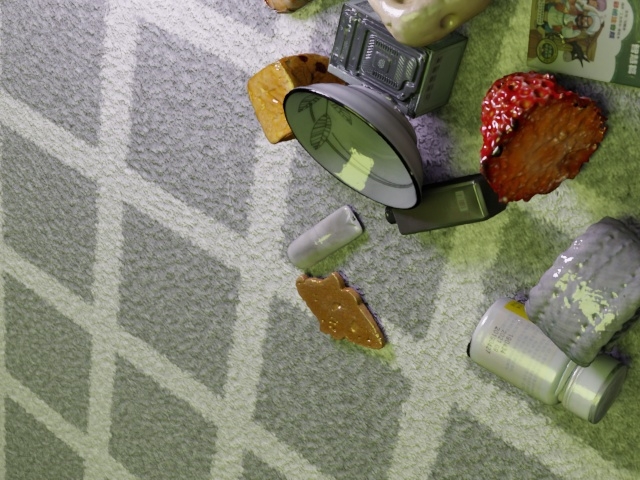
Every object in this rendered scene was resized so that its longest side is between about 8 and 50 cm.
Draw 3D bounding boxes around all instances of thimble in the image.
[{"bbox_3d":[0.463,0.088,1.730,0.157,0.217,0.245,47,149,20],"label":"thimble"}]

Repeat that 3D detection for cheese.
[{"bbox_3d":[0.181,-0.424,1.736,0.235,0.217,0.117,19,164,41],"label":"cheese"}]

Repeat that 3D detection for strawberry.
[{"bbox_3d":[0.336,-0.188,1.734,0.178,0.234,0.233,59,142,42],"label":"strawberry"}]

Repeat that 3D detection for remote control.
[{"bbox_3d":[0.000,0.000,2.210,0.229,0.044,0.073,-33,84,46],"label":"remote control"}]

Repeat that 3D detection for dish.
[{"bbox_3d":[0.084,-0.193,1.886,0.316,0.106,0.316,36,163,13],"label":"dish"}]

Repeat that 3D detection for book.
[{"bbox_3d":[0.458,-0.354,1.648,0.264,0.027,0.201,20,121,34],"label":"book"}]

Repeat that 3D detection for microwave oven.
[{"bbox_3d":[0.135,-0.338,1.874,0.208,0.122,0.162,34,130,25],"label":"microwave oven"}]

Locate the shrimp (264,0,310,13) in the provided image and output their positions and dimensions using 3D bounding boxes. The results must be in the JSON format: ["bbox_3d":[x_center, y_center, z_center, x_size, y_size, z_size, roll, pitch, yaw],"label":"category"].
[{"bbox_3d":[-0.031,-0.542,1.972,0.289,0.075,0.178,-9,101,57],"label":"shrimp"}]

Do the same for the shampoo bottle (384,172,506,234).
[{"bbox_3d":[0.226,-0.067,1.953,0.246,0.079,0.080,-10,101,44],"label":"shampoo bottle"}]

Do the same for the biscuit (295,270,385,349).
[{"bbox_3d":[0.045,0.154,2.250,0.250,0.035,0.162,39,136,22],"label":"biscuit"}]

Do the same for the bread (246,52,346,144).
[{"bbox_3d":[-0.046,-0.283,2.046,0.158,0.149,0.143,-20,92,45],"label":"bread"}]

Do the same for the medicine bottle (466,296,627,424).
[{"bbox_3d":[0.412,0.219,1.879,0.258,0.143,0.143,31,127,29],"label":"medicine bottle"}]
